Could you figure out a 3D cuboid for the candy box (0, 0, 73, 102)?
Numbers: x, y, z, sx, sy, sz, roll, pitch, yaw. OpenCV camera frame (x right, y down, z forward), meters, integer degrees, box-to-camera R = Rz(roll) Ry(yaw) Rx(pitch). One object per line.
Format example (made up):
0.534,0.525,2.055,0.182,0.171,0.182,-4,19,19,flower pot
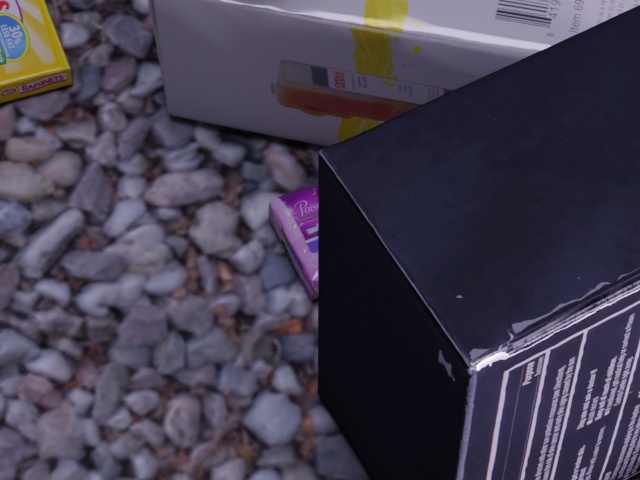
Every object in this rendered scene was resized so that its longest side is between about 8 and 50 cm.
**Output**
-0.277,-0.193,1.466,0.105,0.027,0.206,-16,57,-14,candy box

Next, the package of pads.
0.000,0.000,1.330,0.050,0.032,0.083,-19,57,-16,package of pads

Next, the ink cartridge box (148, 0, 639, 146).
0.092,-0.209,1.395,0.384,0.160,0.279,12,56,8,ink cartridge box

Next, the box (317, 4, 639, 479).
0.161,0.027,1.151,0.294,0.296,0.183,-26,60,-17,box
